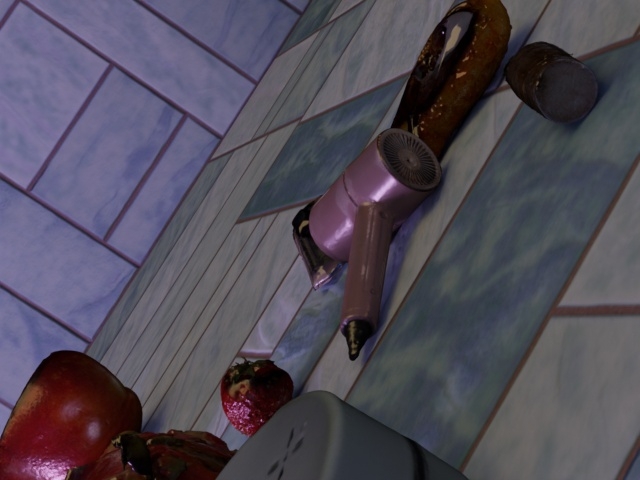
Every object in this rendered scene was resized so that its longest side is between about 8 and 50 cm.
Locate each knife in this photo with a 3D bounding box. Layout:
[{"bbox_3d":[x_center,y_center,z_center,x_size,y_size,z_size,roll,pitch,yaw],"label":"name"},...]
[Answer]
[{"bbox_3d":[-0.005,-0.003,2.333,0.089,0.043,0.365,-54,13,11],"label":"knife"}]

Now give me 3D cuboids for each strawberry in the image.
[{"bbox_3d":[-0.081,0.206,1.989,0.106,0.106,0.106,-52,13,17],"label":"strawberry"}]

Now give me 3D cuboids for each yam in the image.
[{"bbox_3d":[0.257,-0.178,1.717,0.079,0.079,0.141,-53,14,10],"label":"yam"}]

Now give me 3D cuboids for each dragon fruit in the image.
[{"bbox_3d":[-0.169,0.313,1.620,0.250,0.269,0.291,-59,26,11],"label":"dragon fruit"}]

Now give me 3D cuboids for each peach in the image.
[{"bbox_3d":[-0.436,0.341,2.619,0.245,0.248,0.275,25,71,37],"label":"peach"}]

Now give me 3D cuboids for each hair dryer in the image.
[{"bbox_3d":[0.050,0.027,1.954,0.189,0.107,0.344,-46,22,40],"label":"hair dryer"}]

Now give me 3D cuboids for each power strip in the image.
[{"bbox_3d":[-0.021,0.316,1.306,0.357,0.161,0.357,-52,14,19],"label":"power strip"}]

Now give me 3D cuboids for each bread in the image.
[{"bbox_3d":[0.176,-0.212,2.091,0.269,0.095,0.139,-68,24,11],"label":"bread"}]
